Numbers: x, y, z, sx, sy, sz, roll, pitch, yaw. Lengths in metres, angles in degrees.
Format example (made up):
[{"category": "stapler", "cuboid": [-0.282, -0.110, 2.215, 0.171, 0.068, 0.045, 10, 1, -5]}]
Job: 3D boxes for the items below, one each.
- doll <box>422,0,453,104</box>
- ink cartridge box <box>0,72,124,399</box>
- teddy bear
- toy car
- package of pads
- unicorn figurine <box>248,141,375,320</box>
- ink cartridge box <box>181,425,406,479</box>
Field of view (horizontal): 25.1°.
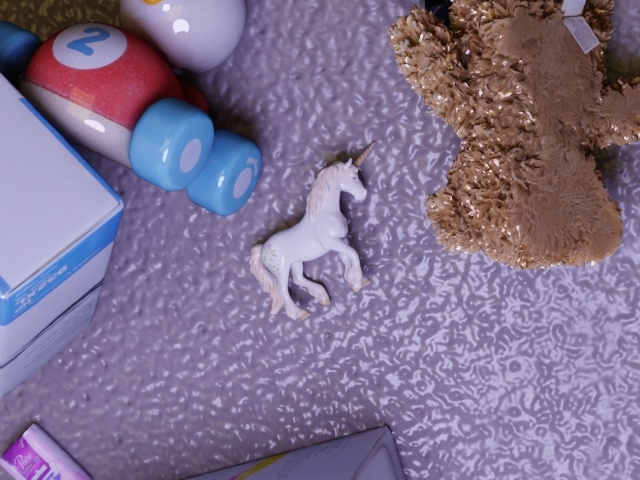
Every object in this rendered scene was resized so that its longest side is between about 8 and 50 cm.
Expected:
[{"category": "doll", "cuboid": [0.119, -0.210, 1.238, 0.129, 0.046, 0.189, 2, 95, -1]}, {"category": "ink cartridge box", "cuboid": [-0.300, -0.015, 1.225, 0.223, 0.307, 0.129, 45, 65, 6]}, {"category": "teddy bear", "cuboid": [0.174, -0.143, 1.190, 0.245, 0.113, 0.338, -14, 91, -19]}, {"category": "toy car", "cuboid": [-0.141, -0.178, 1.242, 0.219, 0.210, 0.238, 25, 89, 22]}, {"category": "package of pads", "cuboid": [-0.265, 0.223, 1.392, 0.083, 0.032, 0.050, 43, 101, 6]}, {"category": "unicorn figurine", "cuboid": [0.000, 0.000, 1.286, 0.162, 0.060, 0.111, -28, 90, 15]}, {"category": "ink cartridge box", "cuboid": [-0.050, 0.308, 1.263, 0.270, 0.197, 0.198, -17, 92, 15]}]
